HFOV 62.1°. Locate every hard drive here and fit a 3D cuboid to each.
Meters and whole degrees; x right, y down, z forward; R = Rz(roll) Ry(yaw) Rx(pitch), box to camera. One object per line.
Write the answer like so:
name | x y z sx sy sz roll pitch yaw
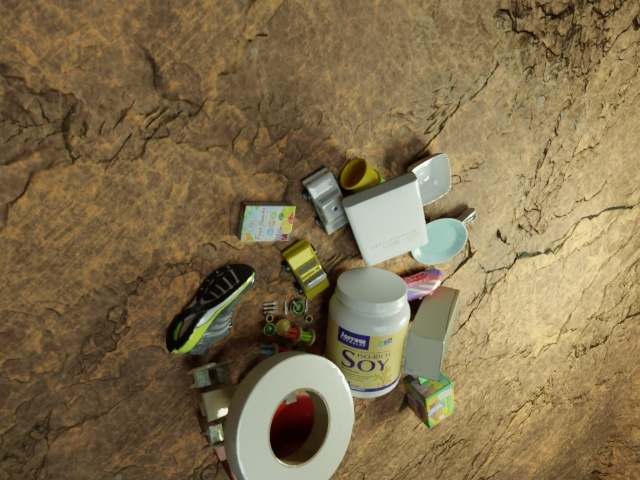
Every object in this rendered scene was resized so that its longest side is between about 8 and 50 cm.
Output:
hard drive | 0.189 -0.049 1.488 0.203 0.040 0.307 -22 144 3

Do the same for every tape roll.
tape roll | -0.073 0.495 1.433 0.392 0.072 0.392 1 88 -38

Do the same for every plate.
plate | 0.376 -0.001 1.700 0.188 0.024 0.188 -7 129 -9

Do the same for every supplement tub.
supplement tub | 0.138 0.272 1.591 0.241 0.241 0.331 -11 120 -26

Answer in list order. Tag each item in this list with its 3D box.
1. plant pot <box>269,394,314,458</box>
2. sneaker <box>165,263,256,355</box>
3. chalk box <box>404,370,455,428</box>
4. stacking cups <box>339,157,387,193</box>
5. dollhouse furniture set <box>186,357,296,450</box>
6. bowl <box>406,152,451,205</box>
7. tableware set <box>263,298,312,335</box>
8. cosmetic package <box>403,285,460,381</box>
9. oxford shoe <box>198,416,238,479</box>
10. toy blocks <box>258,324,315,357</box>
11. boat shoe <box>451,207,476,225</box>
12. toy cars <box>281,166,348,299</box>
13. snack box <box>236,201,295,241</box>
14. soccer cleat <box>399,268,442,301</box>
plant pot | -0.061 0.671 1.679 0.275 0.275 0.243 -17 136 -23
sneaker | -0.271 0.185 1.399 0.300 0.111 0.121 -46 139 5
chalk box | 0.405 0.558 1.972 0.132 0.132 0.213 -26 125 -18
stacking cups | 0.193 -0.118 1.507 0.316 0.096 0.096 30 97 -38
dollhouse furniture set | -0.210 0.427 1.458 0.161 0.212 0.242 -25 164 33
bowl | 0.314 -0.184 1.572 0.142 0.053 0.142 -27 125 -16
tableware set | -0.094 0.224 1.539 0.154 0.024 0.104 -2 93 -31
cosmetic package | 0.361 0.286 1.707 0.309 0.113 0.160 -50 147 -55
oxford shoe | -0.237 0.656 1.640 0.146 0.140 0.397 -31 129 -22
toy blocks | -0.103 0.305 1.583 0.148 0.054 0.123 18 105 -36
boat shoe | 0.458 -0.060 1.732 0.125 0.046 0.038 -36 124 -20
toy cars | 0.000 0.000 1.460 0.176 0.087 0.394 4 112 -33
snack box | -0.141 -0.049 1.381 0.141 0.037 0.100 -1 114 -30
soccer cleat | 0.290 0.146 1.720 0.248 0.083 0.095 -27 121 -13
